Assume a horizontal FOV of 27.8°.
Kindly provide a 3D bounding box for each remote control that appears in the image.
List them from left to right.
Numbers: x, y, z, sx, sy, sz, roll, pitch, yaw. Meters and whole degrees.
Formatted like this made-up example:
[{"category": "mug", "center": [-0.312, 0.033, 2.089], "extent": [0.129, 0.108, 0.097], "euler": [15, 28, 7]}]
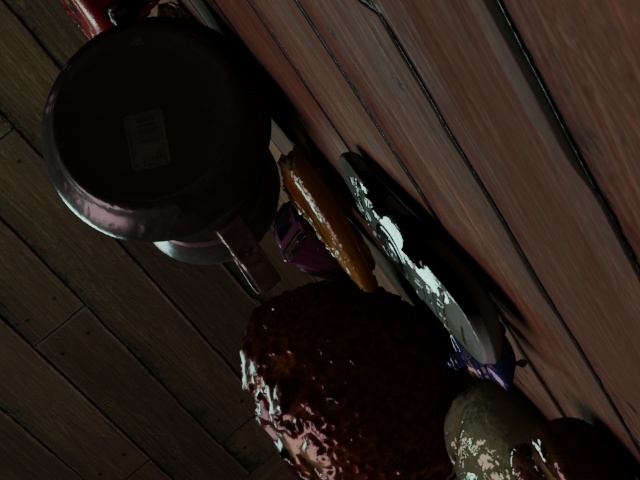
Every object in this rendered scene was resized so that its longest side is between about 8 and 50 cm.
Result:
[{"category": "remote control", "center": [0.087, 0.009, 1.137], "extent": [0.256, 0.045, 0.097], "euler": [52, 168, 34]}]

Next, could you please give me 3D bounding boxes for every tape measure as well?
[{"category": "tape measure", "center": [-0.297, -0.361, 1.602], "extent": [0.253, 0.114, 0.260], "euler": [51, 173, -13]}, {"category": "tape measure", "center": [0.000, 0.000, 1.689], "extent": [0.118, 0.074, 0.125], "euler": [22, -154, -31]}]

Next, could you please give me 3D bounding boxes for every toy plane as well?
[{"category": "toy plane", "center": [0.126, 0.069, 1.172], "extent": [0.167, 0.062, 0.054], "euler": [60, -178, 31]}]

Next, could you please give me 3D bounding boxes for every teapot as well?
[{"category": "teapot", "center": [-0.151, -0.080, 1.516], "extent": [0.300, 0.253, 0.344], "euler": [56, 180, 13]}]

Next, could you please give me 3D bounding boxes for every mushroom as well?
[{"category": "mushroom", "center": [0.227, 0.212, 1.133], "extent": [0.127, 0.087, 0.127], "euler": [53, 180, 0]}]

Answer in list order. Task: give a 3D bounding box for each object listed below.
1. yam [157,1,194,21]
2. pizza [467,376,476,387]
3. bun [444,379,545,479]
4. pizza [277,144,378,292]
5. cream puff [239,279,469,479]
[{"category": "yam", "center": [-0.175, -0.214, 1.715], "extent": [0.106, 0.106, 0.259], "euler": [49, 177, 24]}, {"category": "pizza", "center": [0.231, 0.259, 1.825], "extent": [0.188, 0.062, 0.199], "euler": [48, 176, -3]}, {"category": "bun", "center": [0.216, 0.253, 1.502], "extent": [0.195, 0.118, 0.195], "euler": [50, 180, 0]}, {"category": "pizza", "center": [0.001, -0.048, 1.551], "extent": [0.201, 0.053, 0.193], "euler": [58, 174, -29]}, {"category": "cream puff", "center": [0.063, 0.187, 1.698], "extent": [0.350, 0.228, 0.350], "euler": [30, -144, -24]}]
